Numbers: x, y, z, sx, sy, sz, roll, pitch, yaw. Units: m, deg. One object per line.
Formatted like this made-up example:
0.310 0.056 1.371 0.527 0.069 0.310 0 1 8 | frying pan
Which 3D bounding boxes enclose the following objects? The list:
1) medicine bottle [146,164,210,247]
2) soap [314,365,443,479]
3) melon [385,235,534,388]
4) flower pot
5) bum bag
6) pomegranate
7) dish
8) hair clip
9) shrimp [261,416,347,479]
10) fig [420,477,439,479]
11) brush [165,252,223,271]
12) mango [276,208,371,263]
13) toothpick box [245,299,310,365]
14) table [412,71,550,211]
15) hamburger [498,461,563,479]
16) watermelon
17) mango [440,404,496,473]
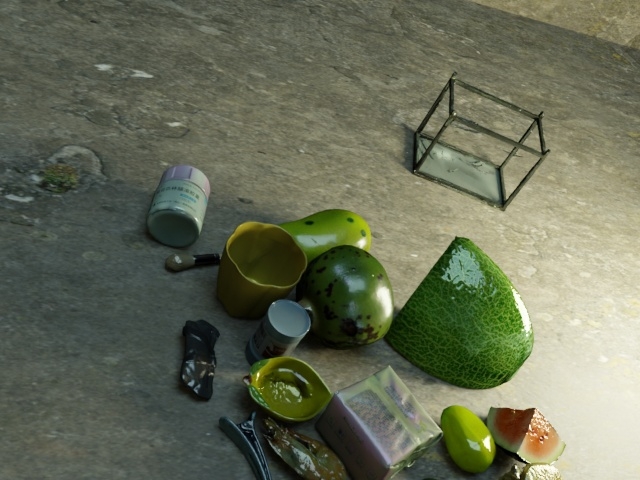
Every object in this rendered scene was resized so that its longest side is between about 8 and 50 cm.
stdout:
-0.342 -0.086 1.907 0.135 0.135 0.168 19 43 -13 | medicine bottle
0.123 0.407 1.698 0.182 0.138 0.199 -18 61 -41 | soap
0.381 0.214 1.989 0.344 0.226 0.331 35 82 5 | melon
-0.149 0.083 1.820 0.195 0.179 0.195 14 46 -16 | flower pot
-0.265 0.253 1.696 0.087 0.049 0.197 35 36 -33 | bum bag
0.047 0.142 1.844 0.271 0.254 0.254 -25 65 -30 | pomegranate
-0.082 0.333 1.698 0.208 0.080 0.148 16 48 -18 | dish
-0.122 0.471 1.570 0.083 0.048 0.275 -1 52 -36 | hair clip
-0.036 0.441 1.636 0.217 0.051 0.115 35 20 5 | shrimp
0.215 0.576 1.627 0.117 0.117 0.177 44 54 14 | fig
-0.238 0.045 1.919 0.299 0.039 0.042 -3 56 -36 | brush
0.000 0.000 2.008 0.293 0.142 0.175 -6 38 -30 | mango
-0.097 0.215 1.744 0.101 0.153 0.101 15 45 -16 | toothpick box
0.504 -0.309 2.487 0.335 0.272 0.222 21 44 -11 | table
0.472 0.586 1.742 0.159 0.131 0.184 7 54 -35 | hamburger
0.469 0.465 1.871 0.193 0.145 0.137 8 76 -40 | watermelon
0.343 0.456 1.812 0.117 0.089 0.163 9 46 -22 | mango
